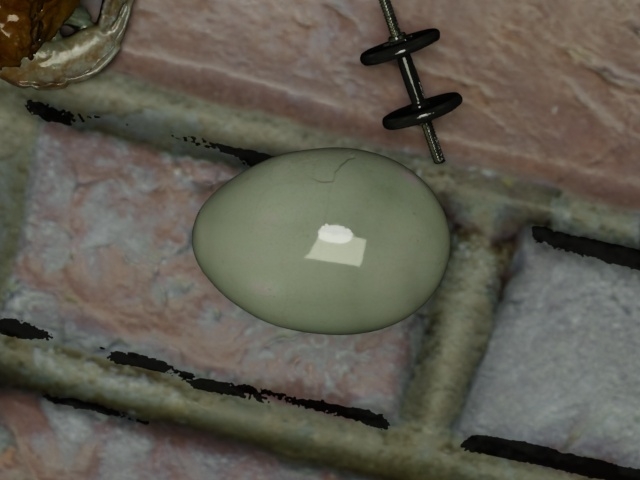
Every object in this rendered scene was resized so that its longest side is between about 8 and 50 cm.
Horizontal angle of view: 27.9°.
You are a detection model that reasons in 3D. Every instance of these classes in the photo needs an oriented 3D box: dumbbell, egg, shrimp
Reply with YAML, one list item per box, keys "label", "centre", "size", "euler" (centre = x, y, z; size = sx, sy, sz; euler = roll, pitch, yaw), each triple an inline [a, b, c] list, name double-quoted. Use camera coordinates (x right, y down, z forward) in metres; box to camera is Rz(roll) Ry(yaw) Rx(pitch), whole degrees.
- label: "dumbbell"
  centre: [0.074, -0.131, 1.048]
  size: [0.069, 0.069, 0.147]
  euler: [-19, 102, 4]
- label: "egg"
  centre: [0.000, 0.000, 1.037]
  size: [0.209, 0.151, 0.151]
  euler: [4, 103, 4]
- label: "shrimp"
  centre: [-0.194, -0.218, 1.038]
  size: [0.126, 0.047, 0.223]
  euler: [37, 103, -13]

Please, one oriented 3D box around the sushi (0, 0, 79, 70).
- label: "sushi"
  centre: [-0.242, -0.270, 0.945]
  size: [0.166, 0.179, 0.296]
  euler: [-24, 82, -3]
